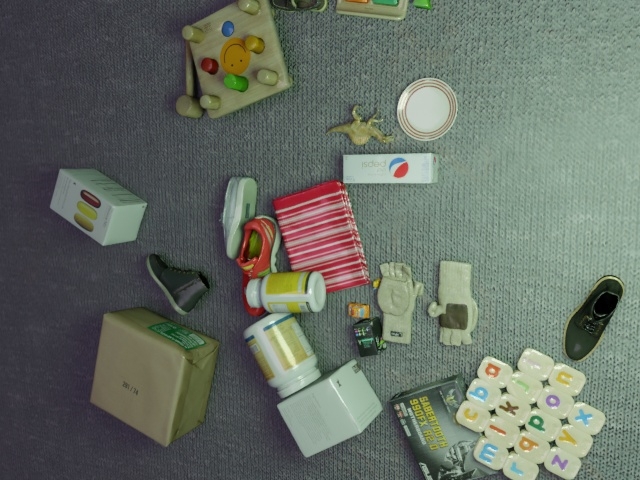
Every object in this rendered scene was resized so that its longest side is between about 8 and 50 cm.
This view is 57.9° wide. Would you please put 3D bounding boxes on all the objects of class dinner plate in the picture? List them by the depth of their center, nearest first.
[{"bbox_3d":[0.245,-0.299,1.326,0.141,0.017,0.141,4,100,27],"label":"dinner plate"}]

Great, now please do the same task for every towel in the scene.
[{"bbox_3d":[0.000,0.000,1.455,0.199,0.031,0.275,-14,96,20],"label":"towel"}]

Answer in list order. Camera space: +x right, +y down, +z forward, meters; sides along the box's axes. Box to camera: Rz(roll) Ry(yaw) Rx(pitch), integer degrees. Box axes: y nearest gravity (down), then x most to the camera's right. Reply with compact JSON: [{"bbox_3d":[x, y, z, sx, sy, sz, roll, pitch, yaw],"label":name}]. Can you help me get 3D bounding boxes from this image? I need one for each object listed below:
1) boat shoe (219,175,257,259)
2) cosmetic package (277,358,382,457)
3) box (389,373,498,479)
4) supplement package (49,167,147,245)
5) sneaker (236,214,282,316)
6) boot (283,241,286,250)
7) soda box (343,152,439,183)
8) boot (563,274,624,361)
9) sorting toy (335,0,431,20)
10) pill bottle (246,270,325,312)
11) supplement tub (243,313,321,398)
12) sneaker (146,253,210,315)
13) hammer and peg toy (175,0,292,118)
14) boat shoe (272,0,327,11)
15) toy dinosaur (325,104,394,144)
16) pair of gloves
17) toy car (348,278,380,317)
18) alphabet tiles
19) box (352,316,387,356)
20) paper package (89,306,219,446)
[{"bbox_3d":[-0.231,-0.064,1.574,0.081,0.079,0.227,15,99,34],"label":"boat shoe"},{"bbox_3d":[0.025,0.420,1.459,0.184,0.151,0.151,-34,82,28],"label":"cosmetic package"},{"bbox_3d":[0.296,0.455,1.379,0.183,0.056,0.231,-26,85,28],"label":"box"},{"bbox_3d":[-0.672,-0.106,1.754,0.244,0.134,0.139,30,110,20],"label":"supplement package"},{"bbox_3d":[-0.180,0.071,1.535,0.107,0.118,0.279,9,101,26],"label":"sneaker"},{"bbox_3d":[-0.078,-0.015,1.515,0.118,0.042,0.087,31,110,19],"label":"boot"},{"bbox_3d":[0.163,-0.168,1.353,0.216,0.074,0.069,4,98,26],"label":"soda box"},{"bbox_3d":[0.542,0.169,1.169,0.077,0.137,0.198,23,107,23],"label":"boot"},{"bbox_3d":[0.122,-0.616,1.329,0.348,0.047,0.196,17,104,25],"label":"sorting toy"},{"bbox_3d":[-0.087,0.130,1.446,0.184,0.103,0.103,-3,96,20],"label":"pill bottle"},{"bbox_3d":[-0.098,0.292,1.508,0.144,0.144,0.199,-33,82,27],"label":"supplement tub"},{"bbox_3d":[-0.412,0.100,1.693,0.118,0.083,0.222,-42,70,6],"label":"sneaker"},{"bbox_3d":[-0.262,-0.462,1.500,0.361,0.127,0.266,-14,90,28],"label":"hammer and peg toy"},{"bbox_3d":[-0.057,-0.593,1.423,0.152,0.049,0.056,11,102,26],"label":"boat shoe"},{"bbox_3d":[0.087,-0.277,1.390,0.183,0.053,0.092,14,104,25],"label":"toy dinosaur"},{"bbox_3d":[0.252,0.147,1.369,0.240,0.042,0.204,-3,99,29],"label":"pair of gloves"},{"bbox_3d":[0.103,0.143,1.444,0.060,0.040,0.122,25,108,22],"label":"toy car"},{"bbox_3d":[0.457,0.388,1.275,0.278,0.021,0.284,25,98,12],"label":"alphabet tiles"},{"bbox_3d":[0.122,0.238,1.435,0.052,0.062,0.083,-15,89,29],"label":"box"},{"bbox_3d":[-0.496,0.390,1.714,0.325,0.168,0.309,20,105,24],"label":"paper package"}]
